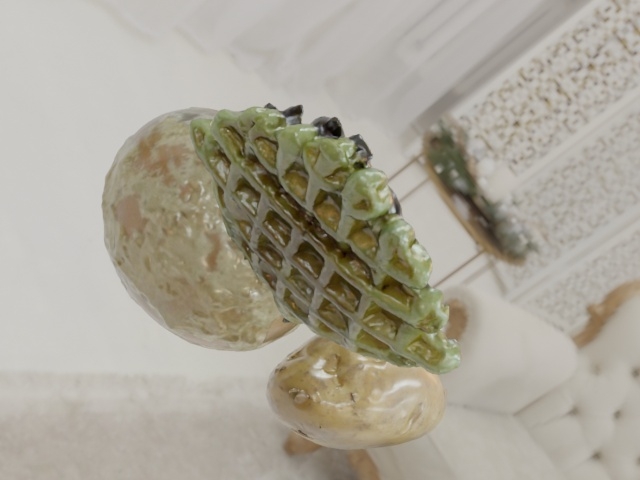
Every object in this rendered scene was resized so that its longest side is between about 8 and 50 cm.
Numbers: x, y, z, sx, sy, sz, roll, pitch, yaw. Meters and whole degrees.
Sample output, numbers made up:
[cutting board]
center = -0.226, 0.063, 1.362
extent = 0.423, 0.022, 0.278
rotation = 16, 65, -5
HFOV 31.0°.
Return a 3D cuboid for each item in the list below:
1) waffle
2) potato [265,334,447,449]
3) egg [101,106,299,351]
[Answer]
[waffle]
center = 0.000, 0.000, 0.799
extent = 0.054, 0.214, 0.208
rotation = -34, 114, -29
[potato]
center = 0.047, 0.156, 1.220
extent = 0.235, 0.161, 0.128
rotation = 9, 73, -29
[egg]
center = -0.094, -0.013, 1.043
extent = 0.203, 0.203, 0.245
rotation = 9, 42, -54
